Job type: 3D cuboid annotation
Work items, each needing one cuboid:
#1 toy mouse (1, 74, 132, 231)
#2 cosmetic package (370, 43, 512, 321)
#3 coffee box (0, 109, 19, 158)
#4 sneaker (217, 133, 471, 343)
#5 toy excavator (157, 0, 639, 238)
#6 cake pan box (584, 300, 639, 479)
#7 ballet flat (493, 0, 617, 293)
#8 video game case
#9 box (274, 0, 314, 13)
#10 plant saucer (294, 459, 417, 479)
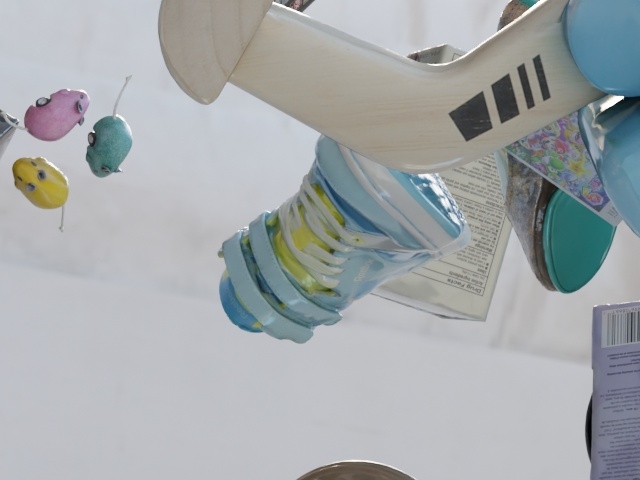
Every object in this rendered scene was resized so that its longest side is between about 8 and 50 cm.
[{"bbox_3d":[-0.210,-0.089,1.710,0.143,0.161,0.031,-43,-130,-3],"label":"toy mouse"},{"bbox_3d":[0.147,-0.065,2.292,0.129,0.153,0.296,-3,-112,70],"label":"cosmetic package"},{"bbox_3d":[-0.437,-0.114,1.686,0.119,0.297,0.168,-56,180,29],"label":"coffee box"},{"bbox_3d":[0.000,0.000,1.518,0.127,0.208,0.319,62,6,15],"label":"sneaker"},{"bbox_3d":[0.182,-0.104,1.199,0.445,0.433,0.222,-33,-163,10],"label":"toy excavator"},{"bbox_3d":[0.369,0.163,1.775,0.070,0.267,0.246,53,34,-49],"label":"cake pan box"},{"bbox_3d":[0.194,-0.087,1.630,0.106,0.107,0.316,44,-26,34],"label":"ballet flat"},{"bbox_3d":[0.184,-0.067,1.407,0.011,0.122,0.087,-55,179,-33],"label":"video game case"},{"bbox_3d":[-0.014,-0.396,2.353,0.216,0.060,0.270,-45,160,-21],"label":"box"},{"bbox_3d":[0.032,0.369,2.028,0.278,0.041,0.278,-2,-94,30],"label":"plant saucer"}]
